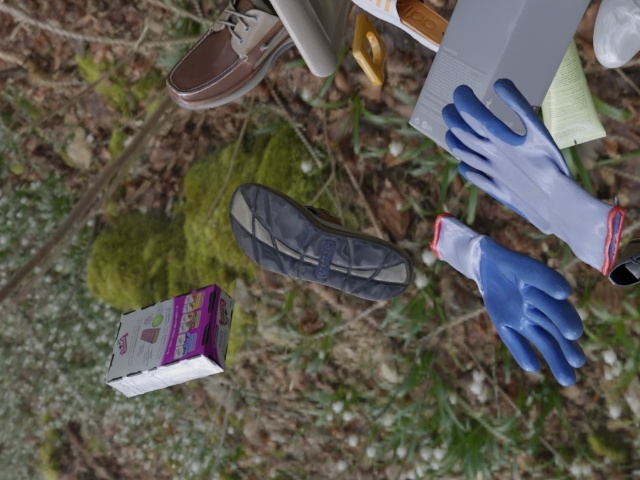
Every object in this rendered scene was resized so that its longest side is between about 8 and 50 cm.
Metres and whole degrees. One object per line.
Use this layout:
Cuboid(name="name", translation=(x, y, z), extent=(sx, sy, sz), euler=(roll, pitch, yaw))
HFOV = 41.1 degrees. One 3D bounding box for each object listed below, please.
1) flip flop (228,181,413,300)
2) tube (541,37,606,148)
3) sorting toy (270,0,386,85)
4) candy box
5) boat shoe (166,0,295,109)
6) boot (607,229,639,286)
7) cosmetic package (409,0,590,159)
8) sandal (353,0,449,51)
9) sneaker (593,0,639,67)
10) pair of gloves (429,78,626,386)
Cuboid(name="flip flop", translation=(0.000, 0.000, 1.201), extent=(0.277, 0.080, 0.112), euler=(20, 112, 6))
Cuboid(name="tube", translation=(0.362, -0.247, 1.295), extent=(0.070, 0.062, 0.240), euler=(12, 135, 48))
Cuboid(name="sorting toy", translation=(-0.024, -0.291, 0.897), extent=(0.047, 0.196, 0.347), euler=(-10, 134, 28))
Cuboid(name="candy box", translation=(-0.282, 0.190, 1.609), extent=(0.234, 0.159, 0.071), euler=(-18, 136, 26))
Cuboid(name="boat shoe", translation=(-0.109, -0.328, 1.303), extent=(0.123, 0.324, 0.116), euler=(40, 163, 24))
Cuboid(name="boot", translation=(0.586, 0.032, 1.471), extent=(0.082, 0.106, 0.219), euler=(44, 167, -4))
Cuboid(name="cosmetic package", translation=(0.217, -0.224, 1.029), extent=(0.127, 0.107, 0.237), euler=(-4, 126, -41))
Cuboid(name="sandal", translation=(0.172, -0.464, 1.656), extent=(0.265, 0.102, 0.076), euler=(34, 149, 9))
Cuboid(name="sneaker", translation=(0.600, -0.433, 1.479), extent=(0.108, 0.169, 0.292), euler=(26, 92, -28))
Cuboid(name="pair of gloves", translation=(0.123, -0.005, 0.551), extent=(0.023, 0.159, 0.198), euler=(-23, 136, -21))
